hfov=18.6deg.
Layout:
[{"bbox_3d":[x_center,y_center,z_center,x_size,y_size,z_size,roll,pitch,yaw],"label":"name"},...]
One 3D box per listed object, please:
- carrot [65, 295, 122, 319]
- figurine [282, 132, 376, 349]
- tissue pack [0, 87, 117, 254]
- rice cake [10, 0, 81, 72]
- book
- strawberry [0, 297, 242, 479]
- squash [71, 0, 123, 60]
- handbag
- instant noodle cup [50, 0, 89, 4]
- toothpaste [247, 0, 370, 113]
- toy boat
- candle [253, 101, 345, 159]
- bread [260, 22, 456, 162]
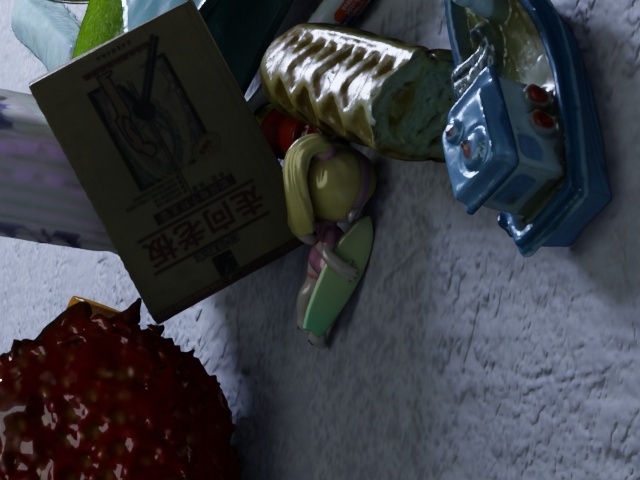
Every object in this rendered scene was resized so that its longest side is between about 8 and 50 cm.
[{"bbox_3d":[-0.264,0.156,2.083,0.087,0.087,0.193,12,93,65],"label":"carrot"},{"bbox_3d":[0.000,0.000,1.589,0.083,0.083,0.187,-124,39,-57],"label":"figurine"},{"bbox_3d":[-0.240,-0.064,1.775,0.242,0.343,0.125,-148,70,-73],"label":"tissue pack"},{"bbox_3d":[-0.321,-0.246,2.376,0.336,0.063,0.066,43,120,61],"label":"rice cake"},{"bbox_3d":[-0.126,-0.066,1.651,0.231,0.161,0.026,62,175,-7],"label":"book"},{"bbox_3d":[-0.177,0.233,1.691,0.343,0.292,0.292,52,130,36],"label":"strawberry"},{"bbox_3d":[-0.202,-0.197,2.052,0.203,0.111,0.289,-111,37,-51],"label":"squash"},{"bbox_3d":[-0.077,-0.252,1.774,0.274,0.100,0.269,-53,25,24],"label":"handbag"},{"bbox_3d":[-0.276,-0.386,2.201,0.205,0.205,0.153,-44,33,52],"label":"instant noodle cup"},{"bbox_3d":[-0.005,-0.169,1.690,0.218,0.052,0.033,-50,49,43],"label":"toothpaste"},{"bbox_3d":[0.121,-0.105,1.329,0.109,0.098,0.238,-51,37,42],"label":"toy boat"},{"bbox_3d":[-0.015,-0.089,1.674,0.130,0.052,0.052,22,101,63],"label":"candle"},{"bbox_3d":[0.032,-0.121,1.524,0.098,0.087,0.269,-45,25,-8],"label":"bread"}]
